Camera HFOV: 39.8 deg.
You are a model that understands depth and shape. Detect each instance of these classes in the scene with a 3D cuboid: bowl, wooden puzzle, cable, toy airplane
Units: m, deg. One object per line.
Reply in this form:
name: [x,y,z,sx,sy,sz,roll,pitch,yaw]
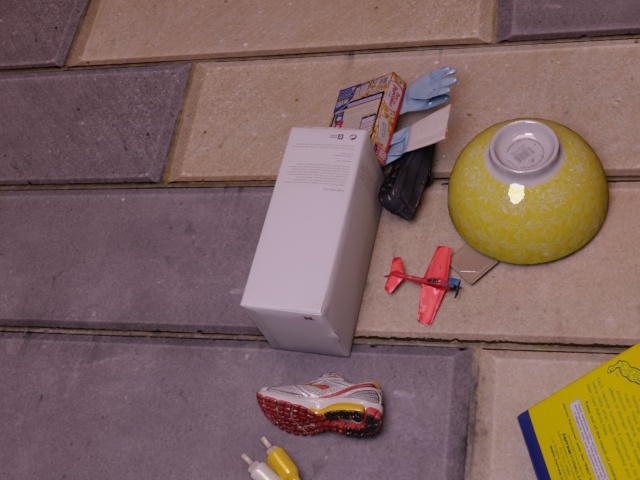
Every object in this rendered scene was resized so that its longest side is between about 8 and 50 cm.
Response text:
bowl: [0.358,-0.119,1.549,0.290,0.156,0.289,-7,56,11]
wooden puzzle: [0.271,0.037,1.576,0.116,0.014,0.078,-33,53,-5]
cable: [-0.023,0.439,1.391,0.287,0.072,0.139,29,77,28]
toy airplane: [0.178,0.069,1.567,0.151,0.028,0.151,-9,65,19]

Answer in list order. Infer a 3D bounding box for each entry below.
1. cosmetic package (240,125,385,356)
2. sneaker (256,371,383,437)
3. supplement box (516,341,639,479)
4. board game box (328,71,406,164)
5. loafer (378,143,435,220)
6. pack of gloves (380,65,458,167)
cosmetic package: [0.000,0.000,1.568,0.155,0.197,0.365,6,61,19]
sneaker: [0.000,0.272,1.487,0.225,0.088,0.092,3,41,17]
supplement box: [0.475,0.253,1.177,0.356,0.194,0.195,-44,46,39]
board game box: [0.079,-0.225,1.727,0.147,0.045,0.193,-10,53,45]
loafer: [0.176,-0.131,1.670,0.076,0.078,0.223,-25,31,47]
pack of gloves: [0.176,-0.223,1.691,0.232,0.046,0.195,-21,46,44]
